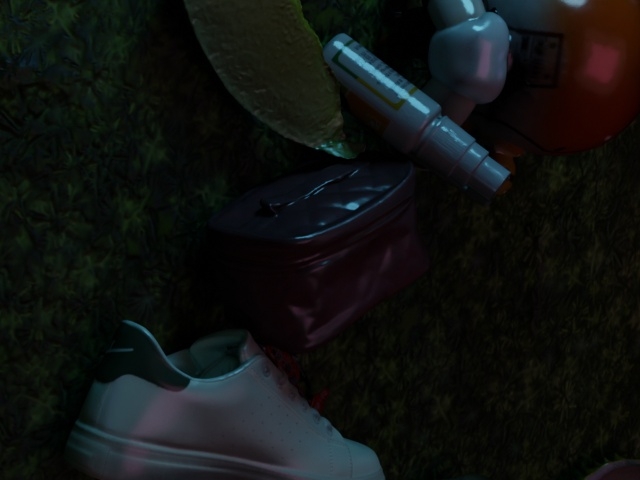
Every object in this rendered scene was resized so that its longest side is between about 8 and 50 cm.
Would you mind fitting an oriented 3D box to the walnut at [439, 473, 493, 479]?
[{"bbox_3d":[0.173,0.352,1.658,0.140,0.140,0.162,-42,138,-28],"label":"walnut"}]

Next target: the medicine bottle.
[{"bbox_3d":[0.088,-0.112,1.409,0.061,0.221,0.092,-50,172,-18],"label":"medicine bottle"}]

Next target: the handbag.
[{"bbox_3d":[0.000,0.000,1.381,0.225,0.146,0.135,-31,123,-36],"label":"handbag"}]

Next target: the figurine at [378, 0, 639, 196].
[{"bbox_3d":[0.231,-0.199,1.511,0.323,0.196,0.320,-5,107,-33],"label":"figurine"}]

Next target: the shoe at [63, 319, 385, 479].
[{"bbox_3d":[-0.071,0.166,1.374,0.363,0.132,0.160,15,90,-39],"label":"shoe"}]

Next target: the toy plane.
[{"bbox_3d":[-0.036,0.137,1.463,0.145,0.037,0.060,53,55,-35],"label":"toy plane"}]

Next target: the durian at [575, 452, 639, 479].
[{"bbox_3d":[0.386,0.383,1.884,0.260,0.154,0.186,-10,87,-39],"label":"durian"}]

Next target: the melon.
[{"bbox_3d":[-0.036,-0.169,1.339,0.114,0.053,0.262,-39,126,2],"label":"melon"}]
